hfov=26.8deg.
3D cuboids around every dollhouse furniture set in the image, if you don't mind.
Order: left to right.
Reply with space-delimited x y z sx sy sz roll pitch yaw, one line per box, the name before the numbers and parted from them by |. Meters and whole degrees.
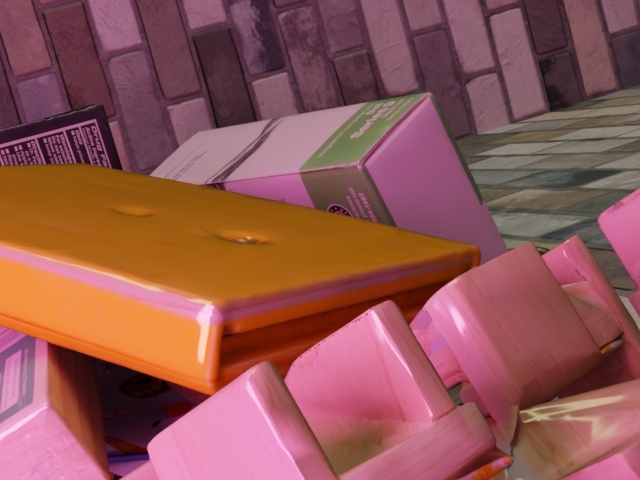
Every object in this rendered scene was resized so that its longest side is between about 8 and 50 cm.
dollhouse furniture set | 0.151 0.103 0.514 0.362 0.256 0.394 -22 -11 -44

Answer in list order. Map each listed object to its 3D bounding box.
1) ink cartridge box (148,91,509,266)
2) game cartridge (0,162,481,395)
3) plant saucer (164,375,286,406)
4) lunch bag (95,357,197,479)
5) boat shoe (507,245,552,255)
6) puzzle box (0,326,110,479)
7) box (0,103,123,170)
ink cartridge box | 0.000 0.000 1.184 0.289 0.211 0.121 -4 34 43
game cartridge | -0.110 0.007 0.778 0.324 0.052 0.285 11 11 30
plant saucer | -0.036 0.069 0.826 0.168 0.029 0.168 12 23 -5
lunch bag | -0.109 0.126 0.902 0.243 0.115 0.303 -7 19 19
boat shoe | 0.157 0.038 1.326 0.190 0.068 0.072 0 2 30
puzzle box | -0.253 0.121 0.762 0.272 0.052 0.409 -34 16 -2
box | -0.297 0.055 1.205 0.183 0.296 0.294 -12 7 26
